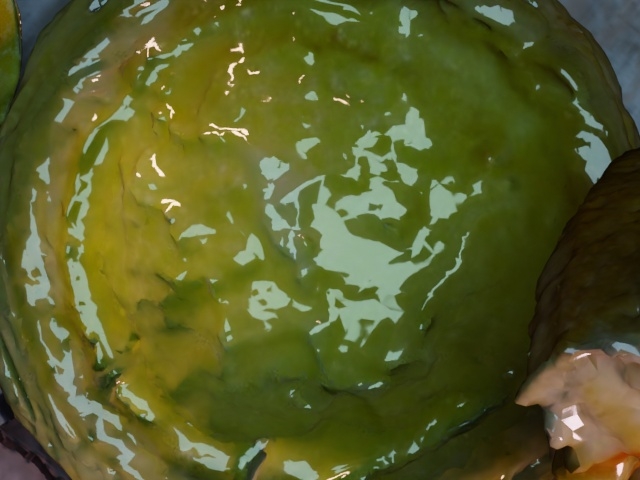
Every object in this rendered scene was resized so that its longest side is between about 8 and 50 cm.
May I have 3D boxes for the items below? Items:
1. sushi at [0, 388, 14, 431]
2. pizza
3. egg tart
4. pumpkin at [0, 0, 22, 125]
[{"bbox_3d":[-0.284,0.107,0.871,0.192,0.043,0.279,36,61,7],"label":"sushi"},{"bbox_3d":[0.197,0.154,0.802,0.130,0.440,0.406,-13,91,27],"label":"pizza"},{"bbox_3d":[0.000,0.000,0.897,0.345,0.132,0.345,2,78,-8],"label":"egg tart"},{"bbox_3d":[-0.251,-0.099,0.869,0.217,0.110,0.217,-3,109,-8],"label":"pumpkin"}]
